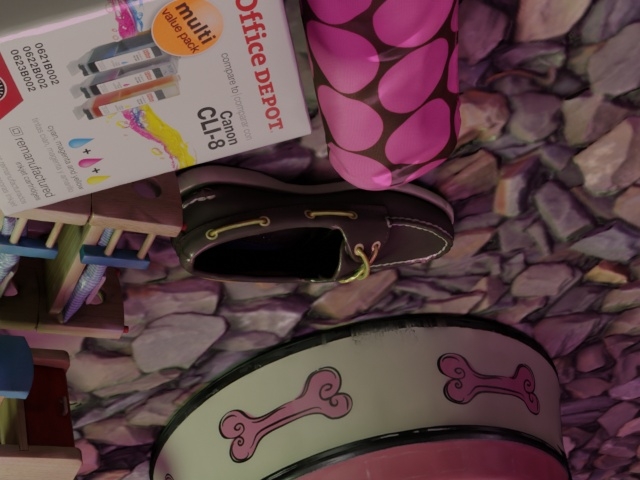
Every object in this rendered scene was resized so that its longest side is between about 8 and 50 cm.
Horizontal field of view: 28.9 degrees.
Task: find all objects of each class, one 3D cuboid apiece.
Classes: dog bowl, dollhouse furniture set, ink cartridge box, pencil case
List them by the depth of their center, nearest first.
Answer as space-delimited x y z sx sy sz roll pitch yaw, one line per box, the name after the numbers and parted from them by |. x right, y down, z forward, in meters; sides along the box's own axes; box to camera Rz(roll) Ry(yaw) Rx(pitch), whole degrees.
-0.106 -0.117 0.650 0.176 0.127 0.128 -16 143 -1 | ink cartridge box
0.041 -0.123 0.734 0.098 0.095 0.209 -26 148 -12 | pencil case
-0.161 0.046 0.796 0.129 0.183 0.129 7 138 -28 | dollhouse furniture set
0.052 0.247 1.171 0.408 0.150 0.408 -10 144 -7 | dog bowl

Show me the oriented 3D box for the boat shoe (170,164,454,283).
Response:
0.000 0.000 0.892 0.228 0.068 0.081 4 140 -24 | boat shoe

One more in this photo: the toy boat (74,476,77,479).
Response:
-0.359 0.255 1.032 0.318 0.148 0.267 -5 120 -13 | toy boat
